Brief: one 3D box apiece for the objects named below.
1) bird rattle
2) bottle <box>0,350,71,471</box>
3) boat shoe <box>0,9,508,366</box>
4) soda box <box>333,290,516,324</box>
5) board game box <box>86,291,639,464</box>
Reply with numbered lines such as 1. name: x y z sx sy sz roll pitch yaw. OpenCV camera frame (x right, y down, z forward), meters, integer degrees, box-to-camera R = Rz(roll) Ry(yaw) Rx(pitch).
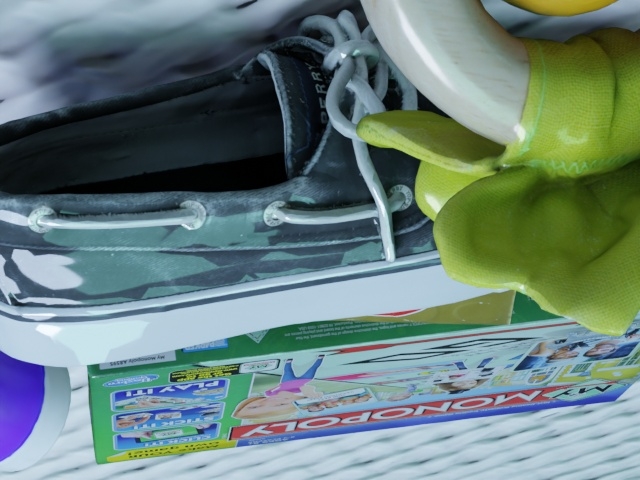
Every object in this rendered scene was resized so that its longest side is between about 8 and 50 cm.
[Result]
1. bird rattle: 0.111 -0.100 0.593 0.253 0.143 0.207 -45 115 5
2. bottle: -0.223 0.041 0.740 0.118 0.092 0.283 -25 151 28
3. boat shoe: 0.002 -0.039 0.730 0.306 0.113 0.105 -10 134 -9
4. soda box: 0.000 0.000 0.818 0.181 0.058 0.061 2 152 2
5. board game box: 0.032 0.061 0.959 0.317 0.046 0.213 -7 161 -8
